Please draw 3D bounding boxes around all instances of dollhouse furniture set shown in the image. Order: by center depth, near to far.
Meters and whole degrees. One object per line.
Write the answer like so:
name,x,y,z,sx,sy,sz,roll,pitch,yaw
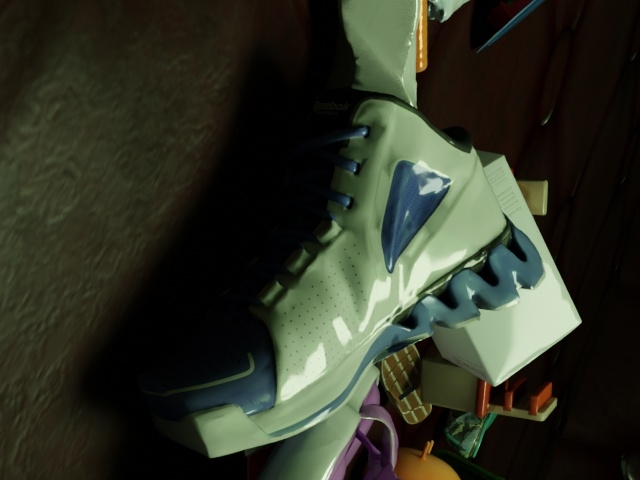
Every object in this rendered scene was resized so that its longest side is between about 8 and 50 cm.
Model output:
dollhouse furniture set,0.188,0.051,1.181,0.262,0.135,0.259,-17,110,-65

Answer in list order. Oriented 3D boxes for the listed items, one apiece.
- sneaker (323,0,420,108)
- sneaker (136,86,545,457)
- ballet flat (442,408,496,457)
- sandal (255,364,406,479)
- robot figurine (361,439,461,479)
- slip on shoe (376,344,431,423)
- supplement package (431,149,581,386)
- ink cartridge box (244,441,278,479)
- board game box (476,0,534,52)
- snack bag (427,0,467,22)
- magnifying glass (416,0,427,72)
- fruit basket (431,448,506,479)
sneaker,0.039,-0.130,0.829,0.094,0.080,0.212,-85,-176,-55
sneaker,0.001,-0.001,0.744,0.315,0.127,0.182,-27,103,-30
ballet flat,0.221,0.254,1.603,0.188,0.070,0.070,-29,133,-67
sandal,0.015,0.197,0.887,0.169,0.102,0.416,-59,172,3
robot figurine,0.087,0.329,1.238,0.158,0.128,0.219,24,84,-34
slip on shoe,0.088,0.147,1.216,0.051,0.041,0.135,-31,131,-6
supplement package,0.134,0.020,0.982,0.105,0.105,0.179,-34,110,-13
ink cartridge box,-0.002,0.109,0.936,0.181,0.056,0.225,-50,148,-45
board game box,0.217,-0.262,1.170,0.133,0.033,0.168,-40,179,31
snack bag,0.195,-0.397,1.043,0.342,0.037,0.323,-40,143,-54
magnifying glass,0.070,-0.232,0.819,0.092,0.026,0.231,-88,177,-51
fruit basket,0.188,0.439,1.389,0.283,0.392,0.392,-71,159,-2
